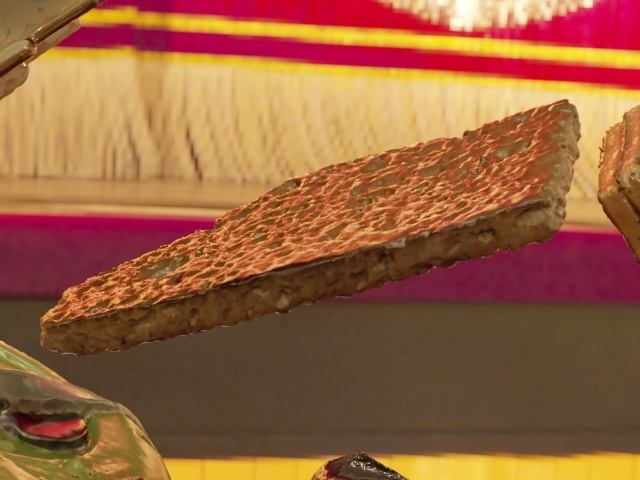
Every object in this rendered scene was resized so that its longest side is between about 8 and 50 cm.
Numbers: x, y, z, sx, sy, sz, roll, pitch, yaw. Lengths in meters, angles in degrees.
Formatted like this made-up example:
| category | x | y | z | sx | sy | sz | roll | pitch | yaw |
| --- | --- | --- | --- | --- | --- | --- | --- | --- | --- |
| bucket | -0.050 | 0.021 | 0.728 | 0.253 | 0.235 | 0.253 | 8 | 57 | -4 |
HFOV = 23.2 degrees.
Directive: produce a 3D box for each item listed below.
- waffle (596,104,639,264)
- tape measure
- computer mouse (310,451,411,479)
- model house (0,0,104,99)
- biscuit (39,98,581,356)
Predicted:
| category | x | y | z | sx | sy | sz | roll | pitch | yaw |
| --- | --- | --- | --- | --- | --- | --- | --- | --- | --- |
| waffle | 0.262 | -0.036 | 1.237 | 0.042 | 0.102 | 0.148 | -29 | 16 | 24 |
| tape measure | -0.126 | 0.078 | 0.520 | 0.154 | 0.087 | 0.177 | 29 | 8 | 17 |
| computer mouse | 0.040 | 0.200 | 1.098 | 0.135 | 0.079 | 0.047 | 17 | 32 | 33 |
| model house | -0.186 | -0.174 | 0.818 | 0.326 | 0.169 | 0.244 | 9 | 46 | 48 |
| biscuit | -0.002 | -0.003 | 0.692 | 0.237 | 0.026 | 0.131 | -15 | 17 | 19 |
